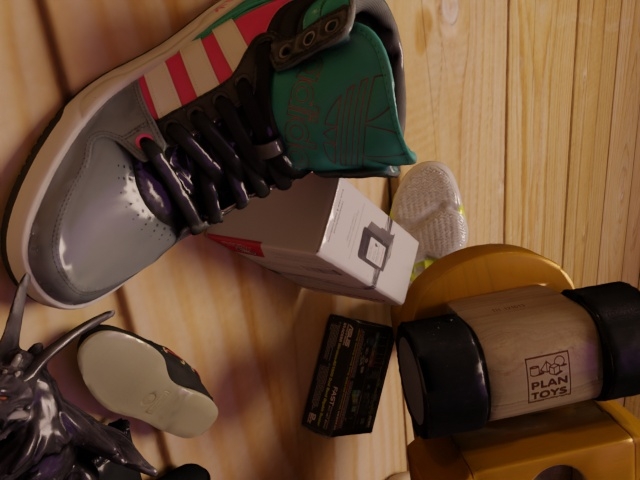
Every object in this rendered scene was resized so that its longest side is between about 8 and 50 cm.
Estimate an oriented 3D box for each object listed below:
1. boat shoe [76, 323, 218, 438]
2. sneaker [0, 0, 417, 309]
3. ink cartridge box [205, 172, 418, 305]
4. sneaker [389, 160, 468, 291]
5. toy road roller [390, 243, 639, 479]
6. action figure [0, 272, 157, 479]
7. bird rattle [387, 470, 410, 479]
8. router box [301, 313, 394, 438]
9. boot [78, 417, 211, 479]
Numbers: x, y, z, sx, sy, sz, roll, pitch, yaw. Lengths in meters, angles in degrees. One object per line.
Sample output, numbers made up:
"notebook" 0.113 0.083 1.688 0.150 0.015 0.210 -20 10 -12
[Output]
"boat shoe" -0.122 0.095 0.424 0.049 0.042 0.133 -42 136 -6
"sneaker" -0.036 -0.063 0.376 0.295 0.178 0.123 -55 138 -29
"ink cartridge box" 0.000 0.000 0.506 0.150 0.109 0.063 33 69 -54
"sneaker" 0.136 0.015 0.744 0.126 0.091 0.240 -44 135 -64
"toy road roller" 0.173 0.165 0.588 0.240 0.203 0.329 -119 -161 -75
"action figure" -0.178 0.149 0.260 0.164 0.141 0.275 25 82 -12
"bird rattle" 0.140 0.401 0.812 0.253 0.143 0.207 -52 121 -37
"router box" 0.033 0.145 0.655 0.092 0.038 0.122 22 81 -56
"boot" -0.132 0.171 0.430 0.121 0.045 0.099 -35 121 -47
